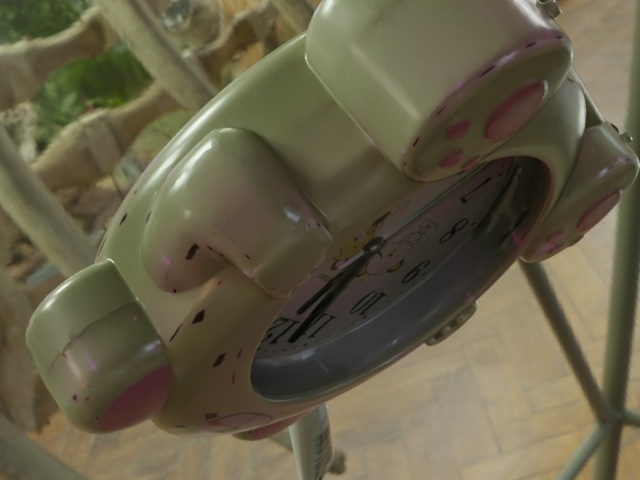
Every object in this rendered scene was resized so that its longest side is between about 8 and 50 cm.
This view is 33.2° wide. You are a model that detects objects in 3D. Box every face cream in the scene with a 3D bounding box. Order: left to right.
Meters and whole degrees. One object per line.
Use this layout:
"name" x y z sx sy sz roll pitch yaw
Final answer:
"face cream" -0.011 0.287 1.543 0.058 0.244 0.092 19 53 23

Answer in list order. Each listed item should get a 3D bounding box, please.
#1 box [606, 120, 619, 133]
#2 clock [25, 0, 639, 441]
"box" 0.132 -0.081 0.908 0.120 0.069 0.224 -22 28 -26
"clock" 0.015 -0.003 0.593 0.309 0.114 0.284 -42 -23 12
